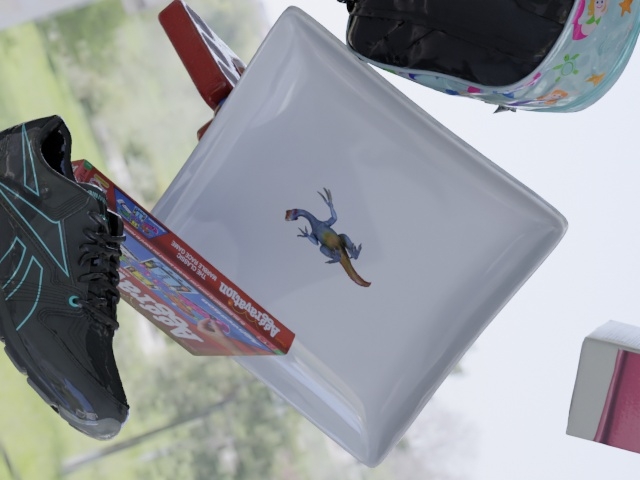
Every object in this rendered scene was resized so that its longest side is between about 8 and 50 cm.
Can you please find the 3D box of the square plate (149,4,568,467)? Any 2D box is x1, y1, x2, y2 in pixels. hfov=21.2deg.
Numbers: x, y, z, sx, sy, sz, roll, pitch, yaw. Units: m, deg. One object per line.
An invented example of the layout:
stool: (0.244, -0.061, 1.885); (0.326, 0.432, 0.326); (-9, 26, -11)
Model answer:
square plate: (0.017, 0.000, 1.703); (0.344, 0.347, 0.049); (38, 25, 5)

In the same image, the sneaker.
sneaker: (-0.189, 0.019, 1.227); (0.267, 0.106, 0.101); (60, 3, 27)

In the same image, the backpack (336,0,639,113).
backpack: (0.166, -0.220, 1.452); (0.253, 0.191, 0.225); (21, -84, 51)

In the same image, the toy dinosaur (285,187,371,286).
toy dinosaur: (0.000, 0.000, 1.590); (0.082, 0.047, 0.090); (36, -32, 55)

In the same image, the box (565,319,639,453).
box: (0.430, 0.190, 2.059); (0.148, 0.232, 0.127); (-16, 117, -67)

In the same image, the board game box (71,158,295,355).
board game box: (-0.164, 0.023, 1.583); (0.145, 0.027, 0.281); (-3, -37, 49)

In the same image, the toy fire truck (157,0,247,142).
toy fire truck: (-0.077, -0.133, 2.058); (0.254, 0.169, 0.302); (40, 17, -50)
